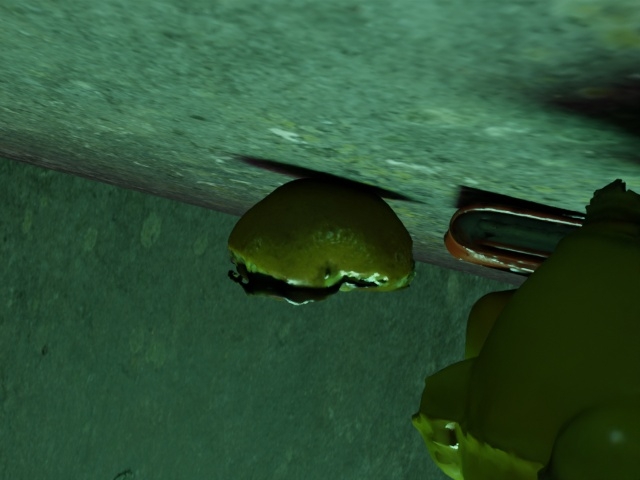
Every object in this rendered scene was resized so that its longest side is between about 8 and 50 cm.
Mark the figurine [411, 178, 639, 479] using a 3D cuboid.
[{"bbox_3d":[0.214,0.095,0.433,0.340,0.231,0.323,8,178,-8],"label":"figurine"}]

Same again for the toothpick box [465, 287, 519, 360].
[{"bbox_3d":[0.263,0.114,0.941,0.271,0.175,0.175,-8,172,16],"label":"toothpick box"}]

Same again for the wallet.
[{"bbox_3d":[0.166,0.006,0.899,0.142,0.045,0.204,11,178,5],"label":"wallet"}]

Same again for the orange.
[{"bbox_3d":[0.000,0.000,1.023,0.160,0.112,0.170,1,-164,27],"label":"orange"}]
